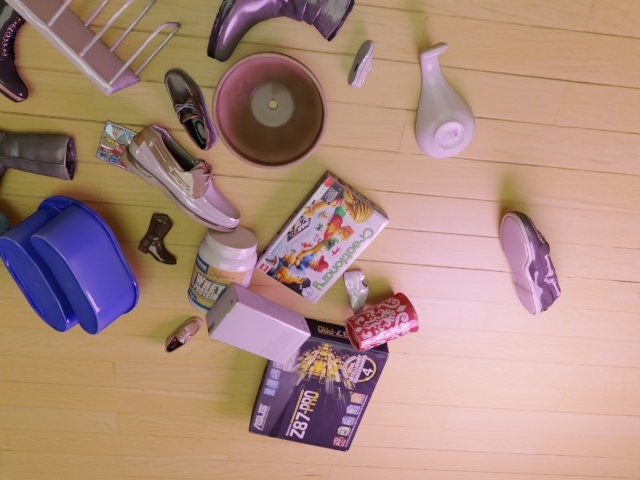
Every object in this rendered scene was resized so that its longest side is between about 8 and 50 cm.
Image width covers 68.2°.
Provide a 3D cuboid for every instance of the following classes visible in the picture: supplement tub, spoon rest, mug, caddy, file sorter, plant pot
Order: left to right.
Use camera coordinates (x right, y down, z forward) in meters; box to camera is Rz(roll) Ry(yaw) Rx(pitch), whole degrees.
[{"bbox_3d":[-0.582,0.062,1.133,0.241,0.179,0.342,-1,120,25],"label":"caddy"},{"bbox_3d":[-0.423,-0.443,0.871,0.173,0.193,0.278,-40,112,13],"label":"file sorter"},{"bbox_3d":[-0.239,0.073,1.164,0.144,0.144,0.200,15,115,-10],"label":"supplement tub"},{"bbox_3d":[-0.105,-0.281,1.009,0.237,0.110,0.238,-1,118,-2],"label":"plant pot"},{"bbox_3d":[0.160,0.234,1.255,0.169,0.113,0.150,-20,130,-16],"label":"mug"},{"bbox_3d":[0.266,-0.303,1.042,0.137,0.084,0.276,-17,130,8],"label":"spoon rest"}]

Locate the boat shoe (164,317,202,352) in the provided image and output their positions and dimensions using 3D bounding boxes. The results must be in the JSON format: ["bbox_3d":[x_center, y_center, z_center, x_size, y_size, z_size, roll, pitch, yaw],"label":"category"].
[{"bbox_3d":[-0.381,0.268,1.314,0.135,0.045,0.050,-42,111,17],"label":"boat shoe"}]

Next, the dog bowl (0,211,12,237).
[{"bbox_3d":[-0.848,0.009,1.119,0.297,0.074,0.166,-30,112,26],"label":"dog bowl"}]

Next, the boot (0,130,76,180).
[{"bbox_3d":[-0.671,-0.165,1.076,0.208,0.076,0.190,8,119,-14],"label":"boot"}]

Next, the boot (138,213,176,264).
[{"bbox_3d":[-0.389,-0.004,1.184,0.106,0.037,0.114,27,108,-18],"label":"boot"}]

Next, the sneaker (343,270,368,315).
[{"bbox_3d":[0.104,0.148,1.269,0.061,0.054,0.152,-14,116,2],"label":"sneaker"}]

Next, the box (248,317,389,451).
[{"bbox_3d":[-0.012,0.422,1.381,0.318,0.097,0.395,16,114,-6],"label":"box"}]

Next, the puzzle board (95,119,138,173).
[{"bbox_3d":[-0.443,-0.207,1.089,0.128,0.011,0.096,23,114,-14],"label":"puzzle board"}]

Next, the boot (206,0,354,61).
[{"bbox_3d":[-0.062,-0.455,0.925,0.222,0.118,0.338,29,117,-21],"label":"boot"}]

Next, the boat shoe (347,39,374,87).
[{"bbox_3d":[0.094,-0.377,1.014,0.035,0.035,0.100,7,116,-37],"label":"boat shoe"}]

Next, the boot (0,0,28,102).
[{"bbox_3d":[-0.629,-0.396,0.954,0.137,0.077,0.198,-27,116,5],"label":"boot"}]

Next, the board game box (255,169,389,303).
[{"bbox_3d":[0.000,0.000,1.188,0.193,0.053,0.305,33,111,-18],"label":"board game box"}]

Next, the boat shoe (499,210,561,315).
[{"bbox_3d":[0.544,0.047,1.214,0.095,0.112,0.335,-30,121,-7],"label":"boat shoe"}]

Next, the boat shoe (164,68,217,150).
[{"bbox_3d":[-0.280,-0.281,1.026,0.066,0.066,0.183,-24,116,9],"label":"boat shoe"}]

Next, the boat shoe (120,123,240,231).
[{"bbox_3d":[-0.295,-0.135,1.075,0.302,0.113,0.103,37,109,-23],"label":"boat shoe"}]

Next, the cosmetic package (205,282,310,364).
[{"bbox_3d":[-0.149,0.205,1.146,0.231,0.085,0.117,33,105,-33],"label":"cosmetic package"}]
